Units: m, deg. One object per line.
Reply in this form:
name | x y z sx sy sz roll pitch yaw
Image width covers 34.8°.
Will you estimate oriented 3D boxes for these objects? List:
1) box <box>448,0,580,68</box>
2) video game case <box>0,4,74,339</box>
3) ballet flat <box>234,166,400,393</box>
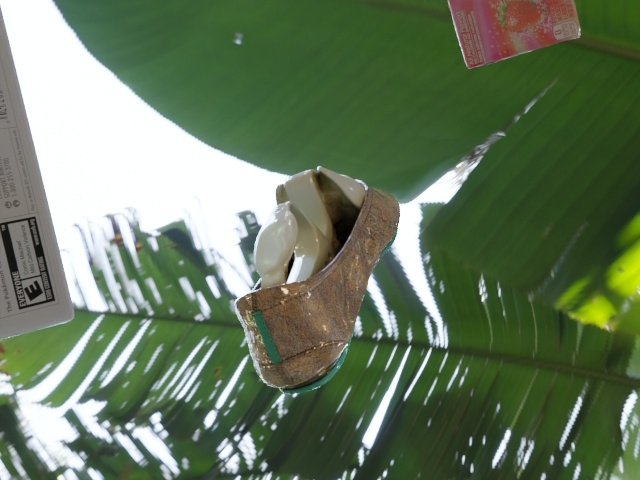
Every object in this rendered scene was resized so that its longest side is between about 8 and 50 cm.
box | 0.205 -0.375 1.219 0.142 0.154 0.300 -14 -73 14
video game case | -0.397 -0.051 0.916 0.036 0.300 0.329 -10 -87 51
ballet flat | 0.000 0.000 0.870 0.107 0.316 0.106 -24 -70 20
